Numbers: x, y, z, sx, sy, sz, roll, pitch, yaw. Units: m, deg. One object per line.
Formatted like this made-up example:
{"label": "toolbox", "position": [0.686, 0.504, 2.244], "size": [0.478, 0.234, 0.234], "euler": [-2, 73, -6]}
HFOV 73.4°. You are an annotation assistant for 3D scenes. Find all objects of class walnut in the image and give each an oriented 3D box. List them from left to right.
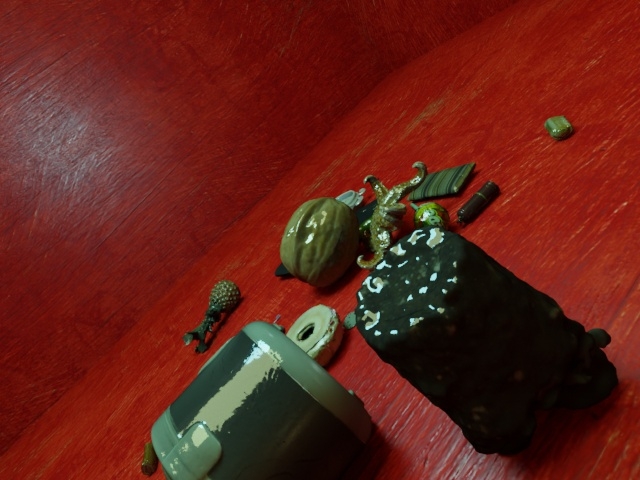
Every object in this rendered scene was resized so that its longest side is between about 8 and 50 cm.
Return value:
{"label": "walnut", "position": [0.000, 0.000, 1.214], "size": [0.225, 0.225, 0.260], "euler": [0, 74, 63]}

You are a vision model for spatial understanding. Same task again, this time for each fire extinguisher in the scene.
{"label": "fire extinguisher", "position": [0.354, -0.082, 0.990], "size": [0.132, 0.039, 0.056], "euler": [-44, -14, -6]}

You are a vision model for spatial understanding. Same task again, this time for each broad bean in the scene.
{"label": "broad bean", "position": [0.120, -0.030, 1.313], "size": [0.256, 0.053, 0.052], "euler": [-39, 18, 16]}

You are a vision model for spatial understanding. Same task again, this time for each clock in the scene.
{"label": "clock", "position": [0.087, -0.116, 1.558], "size": [0.191, 0.062, 0.151], "euler": [-31, 21, 29]}

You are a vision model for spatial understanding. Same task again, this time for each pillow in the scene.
{"label": "pillow", "position": [0.333, -0.159, 1.203], "size": [0.113, 0.038, 0.203], "euler": [-52, 20, -18]}

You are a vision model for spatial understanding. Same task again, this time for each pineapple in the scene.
{"label": "pineapple", "position": [-0.403, 0.275, 1.587], "size": [0.130, 0.119, 0.277], "euler": [-5, 38, 31]}

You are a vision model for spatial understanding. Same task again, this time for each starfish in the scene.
{"label": "starfish", "position": [0.167, -0.073, 1.118], "size": [0.303, 0.113, 0.312], "euler": [-85, 17, -54]}

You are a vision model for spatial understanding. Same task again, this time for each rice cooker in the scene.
{"label": "rice cooker", "position": [-0.092, 0.300, 0.675], "size": [0.277, 0.288, 0.288], "euler": [-48, 19, -14]}

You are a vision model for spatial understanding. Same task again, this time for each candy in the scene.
{"label": "candy", "position": [0.265, -0.065, 1.109], "size": [0.083, 0.091, 0.305], "euler": [-18, 10, 6]}

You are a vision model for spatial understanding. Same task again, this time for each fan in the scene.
{"label": "fan", "position": [0.063, 0.193, 1.008], "size": [0.083, 0.004, 0.056], "euler": [-36, 22, 18]}

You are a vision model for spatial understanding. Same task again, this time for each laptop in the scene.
{"label": "laptop", "position": [0.152, -0.077, 1.398], "size": [0.207, 0.026, 0.154], "euler": [-32, 20, 25]}

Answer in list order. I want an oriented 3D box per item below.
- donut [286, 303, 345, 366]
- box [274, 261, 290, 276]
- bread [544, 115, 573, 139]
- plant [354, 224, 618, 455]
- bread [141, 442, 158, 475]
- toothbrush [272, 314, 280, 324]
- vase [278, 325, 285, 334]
{"label": "donut", "position": [-0.015, 0.230, 0.985], "size": [0.175, 0.068, 0.174], "euler": [-36, 22, 17]}
{"label": "box", "position": [-0.059, 0.046, 1.519], "size": [0.201, 0.042, 0.212], "euler": [-16, 31, 53]}
{"label": "bread", "position": [0.555, -0.262, 0.999], "size": [0.049, 0.033, 0.088], "euler": [-19, 30, 20]}
{"label": "plant", "position": [0.187, 0.120, 0.524], "size": [0.199, 0.276, 0.188], "euler": [-51, 15, 2]}
{"label": "bread", "position": [-0.447, 0.571, 1.126], "size": [0.036, 0.046, 0.083], "euler": [-14, 16, -13]}
{"label": "toothbrush", "position": [-0.153, 0.260, 1.283], "size": [0.097, 0.008, 0.006], "euler": [-50, 6, -20]}
{"label": "vase", "position": [-0.128, 0.295, 1.079], "size": [0.060, 0.060, 0.211], "euler": [-31, 20, 29]}
